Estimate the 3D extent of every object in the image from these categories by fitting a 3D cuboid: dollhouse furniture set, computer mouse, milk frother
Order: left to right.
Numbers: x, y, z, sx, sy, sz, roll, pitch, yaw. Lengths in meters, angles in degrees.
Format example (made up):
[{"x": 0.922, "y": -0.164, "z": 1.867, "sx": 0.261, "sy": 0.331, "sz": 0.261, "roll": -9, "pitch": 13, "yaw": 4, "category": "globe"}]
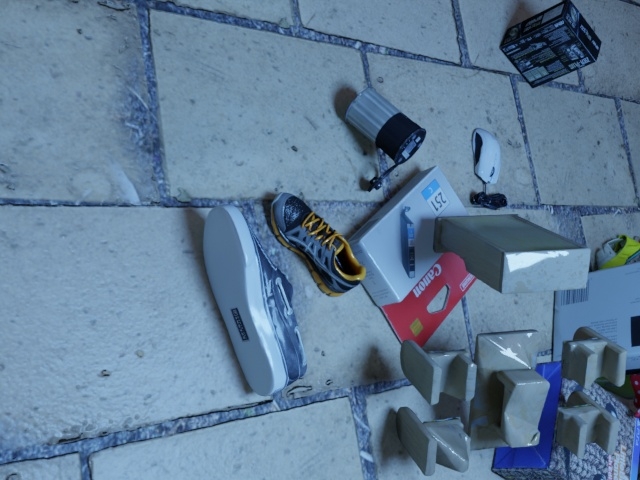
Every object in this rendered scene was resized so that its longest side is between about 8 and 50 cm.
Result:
[{"x": 0.102, "y": -0.185, "z": 1.452, "sx": 0.143, "sy": 0.129, "sz": 0.135, "roll": -43, "pitch": 69, "yaw": -11, "category": "milk frother"}, {"x": 0.373, "y": -0.164, "z": 1.705, "sx": 0.106, "sy": 0.042, "sz": 0.193, "roll": 11, "pitch": 71, "yaw": -37, "category": "computer mouse"}, {"x": 0.318, "y": 0.173, "z": 1.379, "sx": 0.362, "sy": 0.256, "sz": 0.394, "roll": -2, "pitch": 106, "yaw": -14, "category": "dollhouse furniture set"}]

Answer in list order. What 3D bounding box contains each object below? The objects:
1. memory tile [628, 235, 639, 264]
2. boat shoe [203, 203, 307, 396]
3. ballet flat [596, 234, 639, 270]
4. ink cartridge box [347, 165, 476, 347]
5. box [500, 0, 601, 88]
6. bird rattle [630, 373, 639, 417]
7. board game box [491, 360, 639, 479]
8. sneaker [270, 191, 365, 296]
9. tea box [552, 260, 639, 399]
[{"x": 0.864, "y": 0.069, "z": 2.076, "sx": 0.113, "sy": 0.012, "sz": 0.148, "roll": 46, "pitch": 52, "yaw": -21, "category": "memory tile"}, {"x": -0.092, "y": 0.084, "z": 1.196, "sx": 0.102, "sy": 0.108, "sz": 0.301, "roll": -21, "pitch": 94, "yaw": -42, "category": "boat shoe"}, {"x": 0.740, "y": 0.044, "z": 1.948, "sx": 0.231, "sy": 0.077, "sz": 0.077, "roll": -29, "pitch": 76, "yaw": -44, "category": "ballet flat"}, {"x": 0.202, "y": 0.037, "z": 1.487, "sx": 0.296, "sy": 0.066, "sz": 0.261, "roll": -43, "pitch": 105, "yaw": -39, "category": "ink cartridge box"}, {"x": 0.553, "y": -0.470, "z": 1.854, "sx": 0.147, "sy": 0.180, "sz": 0.077, "roll": 42, "pitch": 54, "yaw": -24, "category": "box"}, {"x": 0.786, "y": 0.357, "z": 1.618, "sx": 0.253, "sy": 0.207, "sz": 0.143, "roll": 56, "pitch": 20, "yaw": -1, "category": "bird rattle"}, {"x": 0.515, "y": 0.418, "z": 1.591, "sx": 0.291, "sy": 0.141, "sz": 0.232, "roll": 35, "pitch": 57, "yaw": -28, "category": "board game box"}, {"x": 0.000, "y": 0.000, "z": 1.314, "sx": 0.215, "sy": 0.083, "sz": 0.084, "roll": 50, "pitch": 53, "yaw": -17, "category": "sneaker"}, {"x": 0.756, "y": 0.207, "z": 1.733, "sx": 0.323, "sy": 0.329, "sz": 0.220, "roll": 28, "pitch": 60, "yaw": -33, "category": "tea box"}]
